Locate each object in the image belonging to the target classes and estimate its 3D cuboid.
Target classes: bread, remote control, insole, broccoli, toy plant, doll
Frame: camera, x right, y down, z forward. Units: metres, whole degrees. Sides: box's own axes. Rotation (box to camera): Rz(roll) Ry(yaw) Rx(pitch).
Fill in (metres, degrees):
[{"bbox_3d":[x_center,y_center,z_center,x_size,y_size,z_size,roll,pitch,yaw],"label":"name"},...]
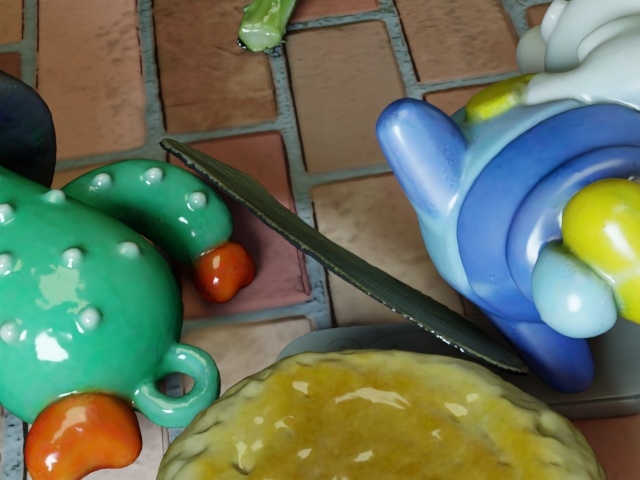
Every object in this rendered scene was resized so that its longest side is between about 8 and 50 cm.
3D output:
[{"bbox_3d":[0.029,0.168,0.640,0.244,0.134,0.244,-6,45,6],"label":"bread"},{"bbox_3d":[0.092,0.079,0.796,0.245,0.022,0.077,-5,46,1],"label":"remote control"},{"bbox_3d":[0.000,0.000,0.807,0.348,0.119,0.009,35,98,50],"label":"insole"},{"bbox_3d":[-0.023,-0.241,1.090,0.118,0.122,0.204,-2,58,26],"label":"broccoli"},{"bbox_3d":[-0.215,-0.012,0.820,0.400,0.185,0.279,36,29,25],"label":"toy plant"},{"bbox_3d":[0.162,-0.072,0.748,0.187,0.376,0.365,40,63,6],"label":"doll"}]
